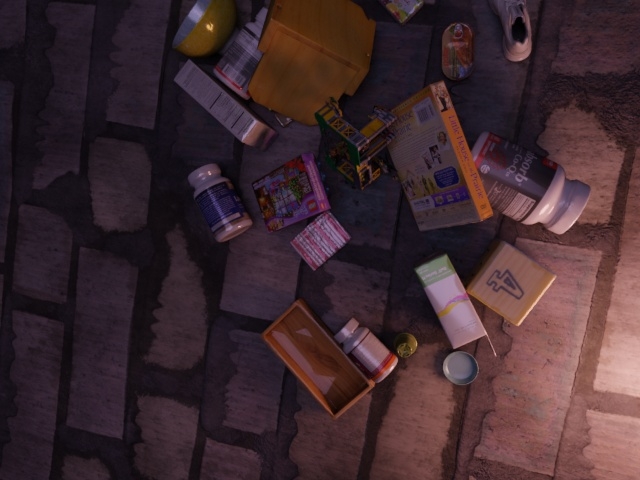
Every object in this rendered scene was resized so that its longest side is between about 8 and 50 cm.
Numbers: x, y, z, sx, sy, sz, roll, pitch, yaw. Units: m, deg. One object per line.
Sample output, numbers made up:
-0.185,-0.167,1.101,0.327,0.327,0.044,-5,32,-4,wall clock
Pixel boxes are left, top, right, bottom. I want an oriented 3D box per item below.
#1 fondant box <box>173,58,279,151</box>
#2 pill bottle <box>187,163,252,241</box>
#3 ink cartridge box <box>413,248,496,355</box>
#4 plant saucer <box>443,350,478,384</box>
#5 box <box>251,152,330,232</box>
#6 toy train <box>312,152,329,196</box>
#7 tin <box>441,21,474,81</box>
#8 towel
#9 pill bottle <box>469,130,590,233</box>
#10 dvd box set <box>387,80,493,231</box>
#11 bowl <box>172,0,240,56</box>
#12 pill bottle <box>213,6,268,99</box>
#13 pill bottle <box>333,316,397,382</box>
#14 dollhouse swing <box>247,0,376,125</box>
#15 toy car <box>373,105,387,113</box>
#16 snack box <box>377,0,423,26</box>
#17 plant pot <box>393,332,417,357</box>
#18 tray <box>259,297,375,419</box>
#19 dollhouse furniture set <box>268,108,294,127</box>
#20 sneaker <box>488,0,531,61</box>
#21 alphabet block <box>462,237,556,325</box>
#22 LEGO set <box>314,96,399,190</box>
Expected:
-0.324,-0.468,1.634,0.330,0.238,0.096,43,100,7,fondant box
-0.376,-0.141,1.711,0.153,0.153,0.265,-29,88,13,pill bottle
0.435,0.216,1.522,0.119,0.207,0.354,-27,87,12,ink cartridge box
0.491,0.445,1.620,0.119,0.021,0.120,1,93,13,plant saucer
-0.111,-0.160,1.629,0.293,0.057,0.201,-20,89,44,box
-0.026,-0.222,1.650,0.080,0.105,0.184,-18,90,13,toy train
0.459,-0.630,1.548,0.106,0.040,0.190,1,94,9,tin
0.000,0.000,1.702,0.197,0.029,0.144,-41,85,15,towel
0.624,-0.179,1.452,0.362,0.210,0.210,28,99,9,pill bottle
0.348,-0.245,1.461,0.062,0.307,0.421,-24,94,-24,dvd box set
-0.384,-0.762,1.654,0.156,0.289,0.289,31,103,-34,bowl
-0.238,-0.662,1.641,0.161,0.161,0.283,42,101,7,pill bottle
0.158,0.386,1.641,0.221,0.121,0.121,44,102,7,pill bottle
-0.047,-0.632,1.577,0.346,0.305,0.316,19,66,-21,dollhouse swing
0.217,-0.415,1.628,0.040,0.060,0.122,-17,112,-29,toy car
0.269,-0.822,1.577,0.100,0.037,0.141,-42,84,11,snack box
0.298,0.377,1.630,0.083,0.079,0.084,1,94,14,plant pot
-0.011,0.433,1.709,0.203,0.076,0.411,-44,85,12,tray
-0.153,-0.495,1.704,0.076,0.058,0.152,-37,105,5,dollhouse furniture set
0.612,-0.729,1.459,0.110,0.129,0.298,-17,89,15,sneaker
0.599,0.126,1.489,0.193,0.192,0.197,35,101,10,alphabet block
0.135,-0.337,1.518,0.192,0.331,0.255,-40,55,-12,LEGO set
